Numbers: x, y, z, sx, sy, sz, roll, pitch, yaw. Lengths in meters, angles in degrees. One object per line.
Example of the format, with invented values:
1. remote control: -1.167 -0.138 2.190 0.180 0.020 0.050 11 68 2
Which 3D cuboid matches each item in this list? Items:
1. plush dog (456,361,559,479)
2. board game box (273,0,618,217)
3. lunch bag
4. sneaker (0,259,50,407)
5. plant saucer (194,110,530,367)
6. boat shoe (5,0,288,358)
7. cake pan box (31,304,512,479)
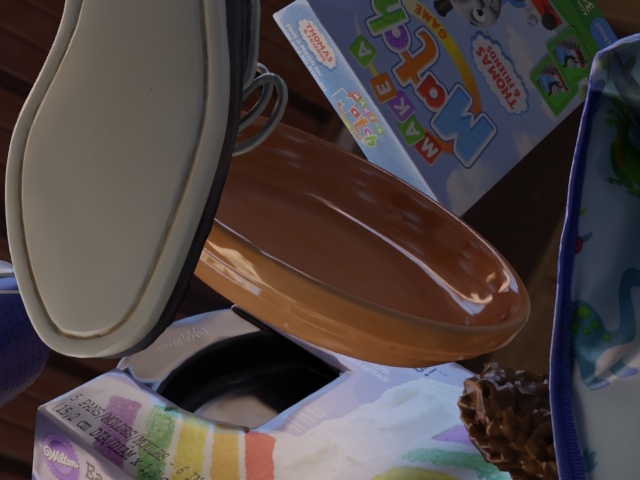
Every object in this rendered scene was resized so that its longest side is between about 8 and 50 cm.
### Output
1. plush dog: 0.103 0.175 0.649 0.225 0.211 0.262 -55 -44 -17
2. board game box: 0.087 -0.125 1.023 0.211 0.039 0.160 -41 -78 -36
3. lunch bag: 0.107 0.039 0.416 0.096 0.151 0.129 -18 -36 12
4. sneaker: -0.270 0.135 1.000 0.315 0.182 0.127 -25 -50 -42
5. plant saucer: 0.000 0.000 0.758 0.200 0.200 0.037 15 -68 -30
6. boat shoe: -0.066 -0.071 0.658 0.079 0.095 0.254 44 -138 -62
7. cake pan box: -0.005 0.135 1.011 0.246 0.267 0.070 -24 -46 -44
